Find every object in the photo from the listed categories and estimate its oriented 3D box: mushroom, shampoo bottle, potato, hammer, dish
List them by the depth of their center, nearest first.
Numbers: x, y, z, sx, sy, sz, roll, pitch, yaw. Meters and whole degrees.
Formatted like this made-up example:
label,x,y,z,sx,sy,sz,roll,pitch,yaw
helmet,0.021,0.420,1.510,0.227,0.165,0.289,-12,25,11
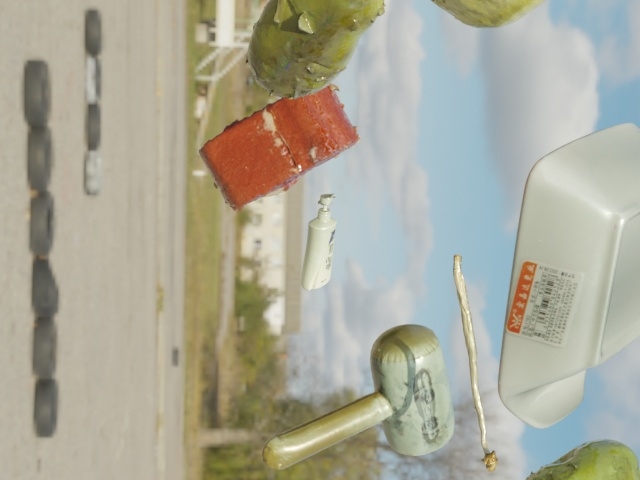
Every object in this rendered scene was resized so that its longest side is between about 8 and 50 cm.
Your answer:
label,x,y,z,sx,sy,sz,roll,pitch,yaw
dish,0.207,0.039,0.818,0.064,0.154,0.234,24,-58,36
potato,-0.006,-0.242,1.240,0.225,0.117,0.090,-41,-151,46
mushroom,0.198,0.159,1.417,0.028,0.025,0.286,-11,-92,51
shampoo bottle,0.000,0.000,1.506,0.034,0.049,0.141,33,-52,39
hammer,0.052,0.255,1.566,0.113,0.305,0.202,28,-44,58
potato,0.372,0.401,1.609,0.148,0.253,0.186,45,5,28

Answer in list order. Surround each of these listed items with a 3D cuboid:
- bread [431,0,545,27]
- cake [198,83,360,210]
label,x,y,z,sx,sy,sz,roll,pitch,yaw
bread,0.246,-0.431,1.385,0.321,0.237,0.320,-55,-172,11
cake,-0.066,-0.167,1.931,0.151,0.282,0.177,60,14,6
